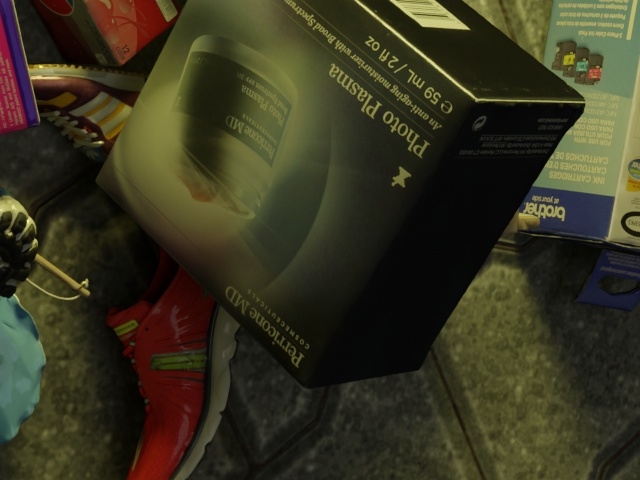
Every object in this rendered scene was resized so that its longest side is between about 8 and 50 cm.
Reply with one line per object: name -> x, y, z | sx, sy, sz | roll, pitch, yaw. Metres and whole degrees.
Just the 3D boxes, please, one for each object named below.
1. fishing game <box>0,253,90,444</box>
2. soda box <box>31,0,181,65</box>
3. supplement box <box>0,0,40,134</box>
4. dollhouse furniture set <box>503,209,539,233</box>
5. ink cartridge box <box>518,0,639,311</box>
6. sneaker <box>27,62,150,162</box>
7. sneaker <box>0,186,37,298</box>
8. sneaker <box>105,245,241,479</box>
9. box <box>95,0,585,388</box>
fishing game -> -0.328, 0.108, 1.640 | 0.189, 0.041, 0.264 | 34, 81, -29
soda box -> -0.226, -0.278, 1.628 | 0.083, 0.092, 0.263 | -42, 121, -27
supplement box -> -0.341, -0.125, 1.495 | 0.220, 0.111, 0.114 | -13, 108, -10
dollhouse furniture set -> 0.101, -0.174, 1.797 | 0.198, 0.286, 0.303 | -3, 100, -49
ink cartridge box -> 0.371, -0.117, 2.101 | 0.270, 0.151, 0.395 | 10, 89, -39
sneaker -> -0.207, -0.111, 1.685 | 0.185, 0.069, 0.084 | 2, 95, -37
sneaker -> -0.389, 0.055, 1.538 | 0.330, 0.147, 0.130 | -39, 146, -10
sneaker -> -0.146, 0.103, 1.765 | 0.118, 0.107, 0.279 | 17, 80, -24
box -> 0.009, -0.081, 1.623 | 0.182, 0.296, 0.294 | -6, 131, -52
